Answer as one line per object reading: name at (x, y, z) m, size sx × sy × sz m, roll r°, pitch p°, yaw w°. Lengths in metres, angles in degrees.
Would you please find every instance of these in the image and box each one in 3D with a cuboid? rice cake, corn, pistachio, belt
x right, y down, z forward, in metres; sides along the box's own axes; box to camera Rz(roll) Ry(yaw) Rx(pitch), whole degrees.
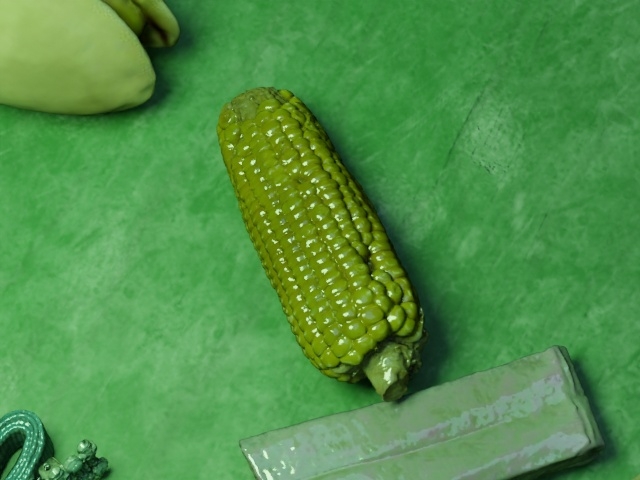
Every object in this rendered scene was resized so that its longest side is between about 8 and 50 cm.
rice cake at (0.087, 0.180, 1.660) m, size 0.298 × 0.050 × 0.106 m, roll -16°, pitch 66°, yaw -7°
corn at (0.000, 0.000, 1.704) m, size 0.119 × 0.119 × 0.322 m, roll -20°, pitch 60°, yaw -9°
pistachio at (-0.281, -0.226, 1.753) m, size 0.318 × 0.214 × 0.193 m, roll 20°, pitch 66°, yaw -5°
belt at (-0.267, 0.233, 1.632) m, size 0.100 × 0.065 × 0.179 m, roll 24°, pitch 70°, yaw 19°

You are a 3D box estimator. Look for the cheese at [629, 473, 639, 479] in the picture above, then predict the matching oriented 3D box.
cheese at (0.272, 0.301, 1.571) m, size 0.235 × 0.117 × 0.218 m, roll -10°, pitch 68°, yaw -6°
